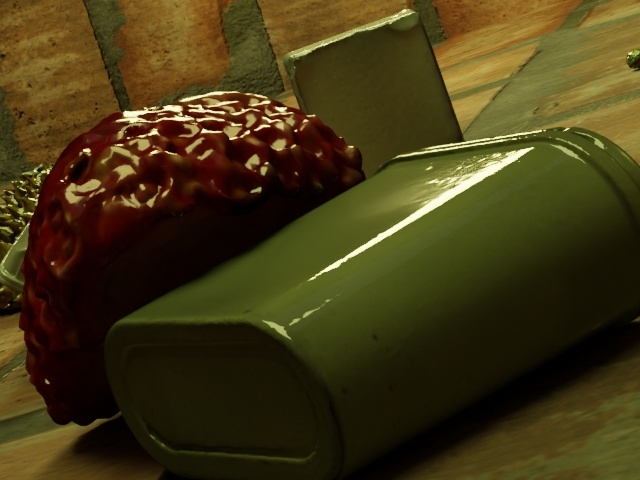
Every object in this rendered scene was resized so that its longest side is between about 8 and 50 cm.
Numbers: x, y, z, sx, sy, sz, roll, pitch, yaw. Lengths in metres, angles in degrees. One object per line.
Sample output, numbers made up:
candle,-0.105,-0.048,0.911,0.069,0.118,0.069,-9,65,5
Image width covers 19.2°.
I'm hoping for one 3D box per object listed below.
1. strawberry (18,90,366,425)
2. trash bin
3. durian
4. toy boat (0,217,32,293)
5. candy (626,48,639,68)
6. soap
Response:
strawberry,-0.106,-0.014,1.226,0.265,0.149,0.336,-36,-13,1
trash bin,0.032,0.037,1.064,0.247,0.121,0.243,-27,12,-31
durian,-0.299,-0.008,2.054,0.183,0.138,0.250,-11,14,-4
toy boat,-0.198,0.021,1.669,0.141,0.141,0.269,-18,9,5
candy,0.389,-0.217,2.228,0.023,0.025,0.083,25,27,37
soap,0.054,-0.087,1.567,0.121,0.183,0.064,-19,9,0
